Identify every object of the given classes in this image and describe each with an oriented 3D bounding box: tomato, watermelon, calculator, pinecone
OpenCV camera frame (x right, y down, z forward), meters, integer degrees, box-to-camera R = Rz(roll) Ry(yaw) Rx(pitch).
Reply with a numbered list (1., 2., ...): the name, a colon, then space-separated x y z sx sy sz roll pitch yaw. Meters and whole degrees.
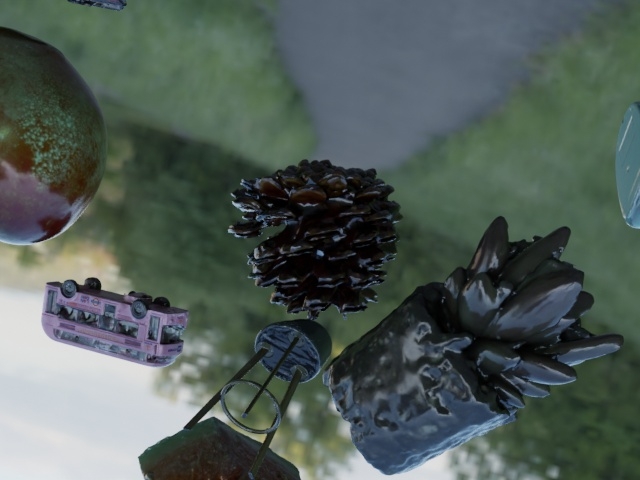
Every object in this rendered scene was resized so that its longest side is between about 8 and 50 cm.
1. tomato: -0.370 -0.132 1.818 0.270 0.223 0.270 32 -177 -2
2. watermelon: -0.124 0.352 1.999 0.192 0.140 0.257 -23 -152 5
3. calculator: 0.301 -0.067 1.454 0.021 0.153 0.095 8 133 -5
4. pinecone: 0.000 0.000 1.925 0.221 0.221 0.221 15 176 1

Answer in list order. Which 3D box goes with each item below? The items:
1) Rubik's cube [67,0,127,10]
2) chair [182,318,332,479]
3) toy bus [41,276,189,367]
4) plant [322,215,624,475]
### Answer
1. Rubik's cube: -0.261 -0.345 1.640 0.190 0.178 0.211 34 145 -15
2. chair: -0.073 0.179 1.908 0.095 0.104 0.221 16 -142 21
3. toy bus: -0.266 0.103 1.988 0.203 0.090 0.063 11 -173 28
4. plant: 0.165 0.113 1.704 0.320 0.194 0.181 -33 169 12
